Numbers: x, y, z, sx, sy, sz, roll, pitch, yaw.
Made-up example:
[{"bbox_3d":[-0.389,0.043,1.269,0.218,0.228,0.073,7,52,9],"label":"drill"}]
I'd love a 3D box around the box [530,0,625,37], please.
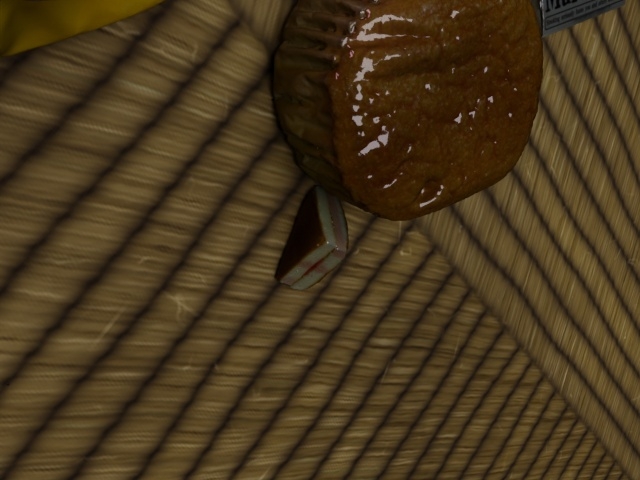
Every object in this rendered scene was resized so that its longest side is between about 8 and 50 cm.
[{"bbox_3d":[0.316,-0.332,0.719,0.177,0.035,0.115,-27,115,-26],"label":"box"}]

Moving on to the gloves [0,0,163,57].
[{"bbox_3d":[-0.184,-0.204,0.387,0.294,0.116,0.133,-48,151,-26],"label":"gloves"}]

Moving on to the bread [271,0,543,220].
[{"bbox_3d":[0.088,-0.145,0.547,0.253,0.142,0.228,-18,118,-32],"label":"bread"}]

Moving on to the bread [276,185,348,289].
[{"bbox_3d":[0.000,0.000,0.570,0.043,0.062,0.109,22,85,-35],"label":"bread"}]
